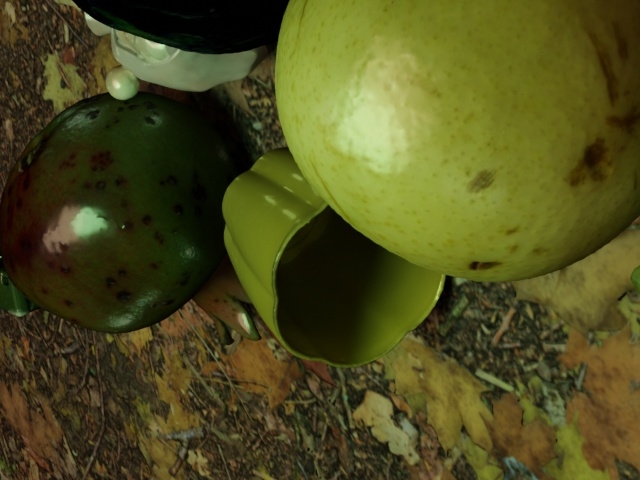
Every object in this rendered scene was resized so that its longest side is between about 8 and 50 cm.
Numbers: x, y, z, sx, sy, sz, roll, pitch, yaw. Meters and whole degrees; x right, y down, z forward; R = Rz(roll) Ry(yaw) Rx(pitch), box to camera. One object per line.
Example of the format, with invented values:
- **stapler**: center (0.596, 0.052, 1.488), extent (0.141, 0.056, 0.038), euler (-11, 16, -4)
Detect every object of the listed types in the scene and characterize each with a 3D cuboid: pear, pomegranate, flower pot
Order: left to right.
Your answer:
- **pomegranate**: center (-0.192, -0.027, 1.473), extent (0.291, 0.323, 0.290), euler (-169, 90, -68)
- **flower pot**: center (0.000, 0.000, 1.265), extent (0.179, 0.195, 0.195), euler (40, 137, 53)
- **pear**: center (0.119, -0.125, 0.941), extent (0.309, 0.309, 0.309), euler (28, 129, 42)

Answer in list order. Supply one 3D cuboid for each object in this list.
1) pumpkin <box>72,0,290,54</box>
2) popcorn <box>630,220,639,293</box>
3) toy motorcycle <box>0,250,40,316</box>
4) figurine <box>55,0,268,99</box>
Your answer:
- **pumpkin**: center (-0.080, -0.330, 1.042), extent (0.266, 0.363, 0.363), euler (15, 126, 9)
- **popcorn**: center (0.327, 0.005, 0.818), extent (0.249, 0.225, 0.249), euler (41, 154, 25)
- **toy motorcycle**: center (-0.367, 0.036, 1.732), extent (0.275, 0.205, 0.127), euler (5, 110, 57)
- **figurine**: center (-0.173, -0.244, 1.392), extent (0.276, 0.133, 0.200), euler (32, 102, 44)
